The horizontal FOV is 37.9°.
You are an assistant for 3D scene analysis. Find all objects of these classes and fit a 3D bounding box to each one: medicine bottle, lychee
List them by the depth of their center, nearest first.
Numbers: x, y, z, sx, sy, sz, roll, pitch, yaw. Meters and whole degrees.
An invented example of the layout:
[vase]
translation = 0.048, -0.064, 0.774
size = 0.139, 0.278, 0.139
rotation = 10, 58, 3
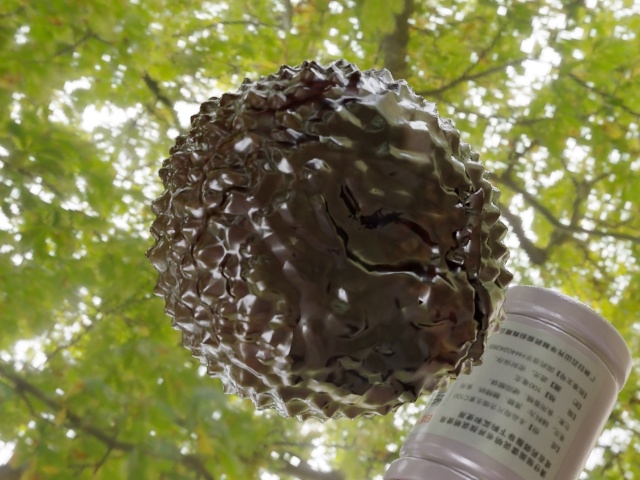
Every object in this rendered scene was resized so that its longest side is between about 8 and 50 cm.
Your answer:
[lychee]
translation = 0.000, 0.000, 0.467
size = 0.188, 0.188, 0.188
rotation = -43, -34, -39
[medicine bottle]
translation = 0.138, 0.167, 0.733
size = 0.249, 0.133, 0.133
rotation = -55, -28, -26
